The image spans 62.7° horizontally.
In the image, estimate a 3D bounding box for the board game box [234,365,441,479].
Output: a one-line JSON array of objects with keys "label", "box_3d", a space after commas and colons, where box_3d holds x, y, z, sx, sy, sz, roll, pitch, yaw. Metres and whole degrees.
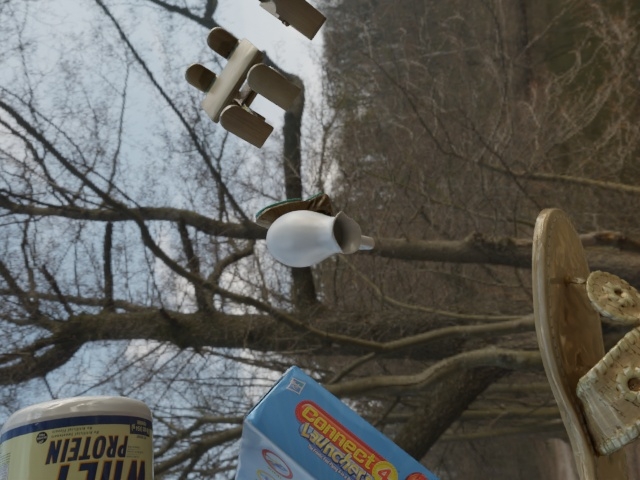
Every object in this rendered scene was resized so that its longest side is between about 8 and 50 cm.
[{"label": "board game box", "box_3d": [0.039, 0.338, 0.627, 0.086, 0.308, 0.302, -42, -22, -38]}]

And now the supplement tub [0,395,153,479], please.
[{"label": "supplement tub", "box_3d": [-0.384, 0.433, 0.827, 0.235, 0.235, 0.325, 48, -153, -58]}]

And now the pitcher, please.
[{"label": "pitcher", "box_3d": [0.000, 0.000, 1.167, 0.178, 0.207, 0.125, 23, -112, -48]}]

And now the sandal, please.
[{"label": "sandal", "box_3d": [0.181, 0.096, 0.299, 0.088, 0.079, 0.240, 3, -97, -44]}]

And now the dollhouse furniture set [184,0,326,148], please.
[{"label": "dollhouse furniture set", "box_3d": [-0.135, -0.315, 0.854, 0.161, 0.242, 0.212, 24, -160, -42]}]

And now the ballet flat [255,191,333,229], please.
[{"label": "ballet flat", "box_3d": [-0.055, -0.062, 1.560, 0.124, 0.116, 0.342, 59, -151, 6]}]
